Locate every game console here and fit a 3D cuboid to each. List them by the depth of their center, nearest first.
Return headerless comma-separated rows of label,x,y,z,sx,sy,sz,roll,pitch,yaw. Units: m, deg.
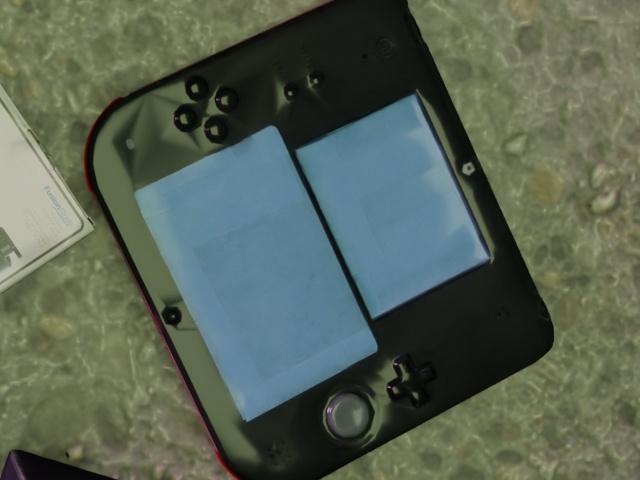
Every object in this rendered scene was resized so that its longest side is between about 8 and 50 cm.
game console,0.000,0.000,1.570,0.342,0.060,0.386,-26,97,-11

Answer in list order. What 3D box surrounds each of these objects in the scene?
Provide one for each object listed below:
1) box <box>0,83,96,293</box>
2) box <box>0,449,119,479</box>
box,-0.358,0.000,1.469,0.290,0.087,0.169,-36,101,-9
box,-0.120,0.385,1.472,0.395,0.212,0.293,20,87,-13
